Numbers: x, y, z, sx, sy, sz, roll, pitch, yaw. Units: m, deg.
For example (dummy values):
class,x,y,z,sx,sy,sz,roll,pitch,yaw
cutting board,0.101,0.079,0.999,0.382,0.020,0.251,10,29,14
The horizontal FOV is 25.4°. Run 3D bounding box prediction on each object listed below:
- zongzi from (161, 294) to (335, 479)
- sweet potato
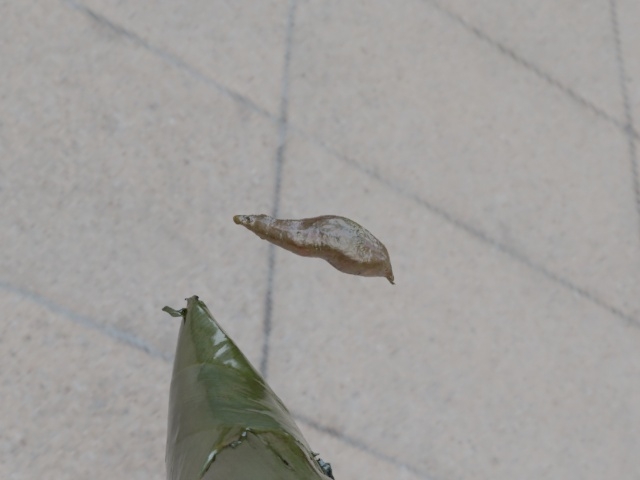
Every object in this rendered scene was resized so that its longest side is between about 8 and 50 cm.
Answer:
class,x,y,z,sx,sy,sz,roll,pitch,yaw
zongzi,-0.073,0.216,1.446,0.181,0.447,0.418,-11,78,-15
sweet potato,0.004,-0.004,1.726,0.226,0.068,0.068,20,47,-18
